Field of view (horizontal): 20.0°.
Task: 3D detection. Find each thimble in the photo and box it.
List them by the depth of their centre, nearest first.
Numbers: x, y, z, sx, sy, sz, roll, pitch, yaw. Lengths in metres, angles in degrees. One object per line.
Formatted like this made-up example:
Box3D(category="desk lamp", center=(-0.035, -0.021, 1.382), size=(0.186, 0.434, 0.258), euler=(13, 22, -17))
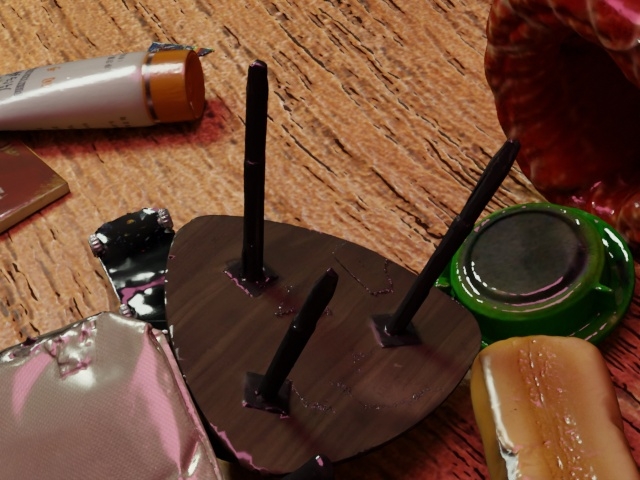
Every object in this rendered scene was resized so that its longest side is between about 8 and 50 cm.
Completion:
Box3D(category="thimble", center=(0.350, -0.165, 1.835), size=(0.230, 0.350, 0.350), euler=(-37, 48, -23))

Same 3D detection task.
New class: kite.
Box3D(category="kite", center=(-0.194, -0.227, 2.269), size=(0.122, 0.004, 0.090), euler=(-20, 43, -8))

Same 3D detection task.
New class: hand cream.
Box3D(category="hand cream", center=(-0.297, -0.175, 2.188), size=(0.314, 0.089, 0.139), euler=(-7, 27, 11))

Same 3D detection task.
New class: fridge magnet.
Box3D(category="fridge magnet", center=(0.214, 0.040, 1.830), size=(0.208, 0.088, 0.208), euler=(-10, 46, 10))

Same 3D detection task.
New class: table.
Box3D(category="table", center=(0.000, 0.000, 1.641), size=(0.317, 0.249, 0.317), euler=(9, 46, -9))

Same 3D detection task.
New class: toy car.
Box3D(category="toy car", center=(-0.183, 0.040, 1.950), size=(0.095, 0.056, 0.205), euler=(-21, 47, -9))

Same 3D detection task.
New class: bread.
Box3D(category="bread", center=(0.222, 0.216, 1.644), size=(0.142, 0.091, 0.305), euler=(-3, 43, -5))

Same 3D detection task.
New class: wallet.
Box3D(category="wallet", center=(-0.248, 0.216, 1.651), size=(0.335, 0.068, 0.274), euler=(-21, 67, 14))

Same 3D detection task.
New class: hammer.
Box3D(category="hammer", center=(-0.059, 0.245, 1.604), size=(0.029, 0.246, 0.103), euler=(-30, 87, -44))

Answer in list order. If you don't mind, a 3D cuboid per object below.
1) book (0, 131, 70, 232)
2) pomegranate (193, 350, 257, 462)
Box3D(category="book", center=(-0.507, -0.084, 2.179), size=(0.262, 0.028, 0.374), euler=(-33, 46, -23))
Box3D(category="pomegranate", center=(-0.051, 0.155, 1.755), size=(0.169, 0.148, 0.148), euler=(25, 50, 1))
